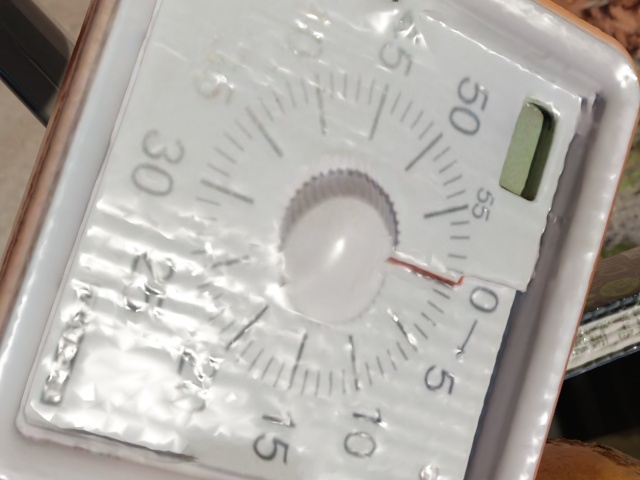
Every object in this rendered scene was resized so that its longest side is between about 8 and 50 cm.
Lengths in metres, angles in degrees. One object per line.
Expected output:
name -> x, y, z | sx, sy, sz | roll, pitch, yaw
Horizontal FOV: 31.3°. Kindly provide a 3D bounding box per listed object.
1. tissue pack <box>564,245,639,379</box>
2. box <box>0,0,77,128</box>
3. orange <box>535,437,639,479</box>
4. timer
tissue pack -> 0.291, 0.072, 1.189 | 0.235, 0.073, 0.173 | -21, -171, 1
box -> -0.174, -0.103, 0.799 | 0.055, 0.244, 0.103 | -43, -178, 0
orange -> 0.187, 0.268, 0.853 | 0.240, 0.240, 0.240 | -16, 170, -3
timer -> 0.000, 0.000, 0.492 | 0.250, 0.258, 0.161 | 19, 173, -15
